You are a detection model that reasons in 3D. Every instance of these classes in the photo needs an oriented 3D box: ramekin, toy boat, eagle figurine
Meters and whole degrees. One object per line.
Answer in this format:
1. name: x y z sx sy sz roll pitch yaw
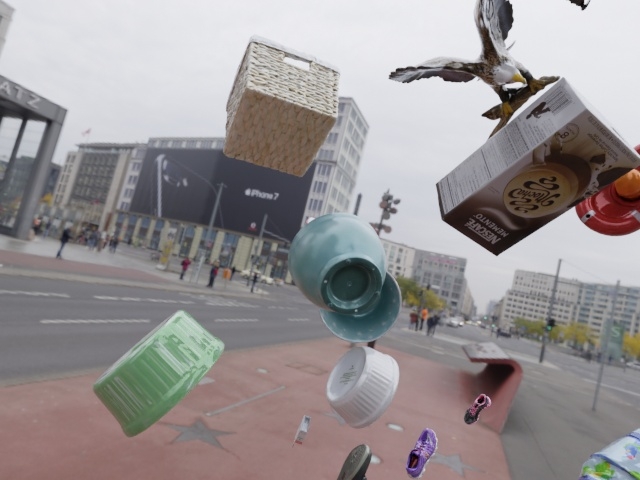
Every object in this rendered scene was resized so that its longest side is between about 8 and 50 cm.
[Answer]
1. ramekin: -0.403 0.313 1.056 0.148 0.303 0.303 50 -12 -8
2. ramekin: 0.133 0.488 1.461 0.127 0.272 0.273 39 -12 -13
3. toy boat: 0.667 -0.114 0.915 0.151 0.231 0.151 10 43 -44
4. eagle figurine: 0.303 -0.342 0.796 0.298 0.226 0.225 25 -6 -25

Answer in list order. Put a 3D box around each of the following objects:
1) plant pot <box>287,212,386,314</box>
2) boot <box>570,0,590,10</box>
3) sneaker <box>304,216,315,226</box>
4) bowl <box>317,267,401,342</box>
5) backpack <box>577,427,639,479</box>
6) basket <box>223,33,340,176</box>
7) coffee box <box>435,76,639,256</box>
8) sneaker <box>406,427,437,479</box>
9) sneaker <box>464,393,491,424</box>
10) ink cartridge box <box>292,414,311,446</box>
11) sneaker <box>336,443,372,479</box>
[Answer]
1. plant pot: 0.065 0.089 1.211 0.293 0.293 0.196 16 17 -18
2. boot: 0.447 -0.580 0.760 0.263 0.229 0.091 39 40 2
3. sneaker: 0.000 0.000 1.488 0.128 0.087 0.221 10 37 3
4. bowl: 0.143 0.220 1.638 0.312 0.311 0.163 14 7 -2
5. backpack: 0.482 0.395 0.482 0.274 0.355 0.290 -24 -39 13
6. basket: -0.135 -0.440 1.438 0.329 0.266 0.331 13 -36 -22
7. coffee box: 0.386 -0.121 0.795 0.168 0.118 0.297 28 -49 -22
8. sneaker: 0.334 0.699 1.402 0.068 0.170 0.071 6 -44 38
9. sneaker: 0.524 0.566 1.432 0.047 0.119 0.057 33 -16 44
10. ink cartridge box: -0.067 0.684 1.508 0.029 0.115 0.063 20 31 2
11. sneaker: 0.125 0.739 1.309 0.118 0.222 0.083 27 6 -10
